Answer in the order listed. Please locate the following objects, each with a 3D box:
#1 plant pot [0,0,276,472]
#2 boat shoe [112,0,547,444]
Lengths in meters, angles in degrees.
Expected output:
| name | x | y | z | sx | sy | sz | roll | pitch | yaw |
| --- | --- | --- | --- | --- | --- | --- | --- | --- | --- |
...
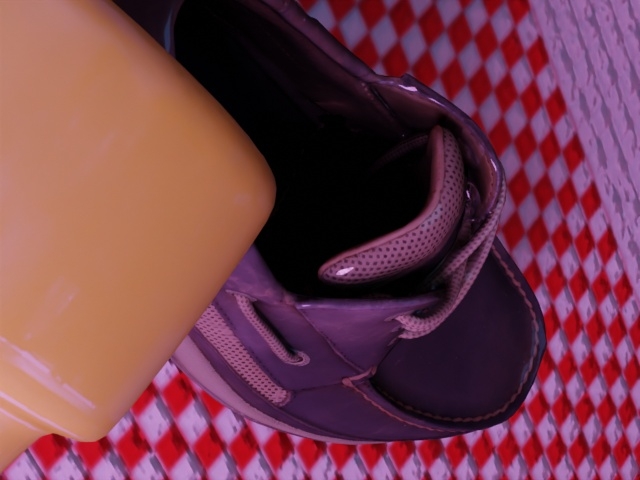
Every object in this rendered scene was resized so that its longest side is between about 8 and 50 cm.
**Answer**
| name | x | y | z | sx | sy | sz | roll | pitch | yaw |
| --- | --- | --- | --- | --- | --- | --- | --- | --- | --- |
| plant pot | -0.179 | 0.011 | 0.466 | 0.239 | 0.254 | 0.254 | -55 | 135 | -6 |
| boat shoe | 0.000 | 0.000 | 0.735 | 0.355 | 0.130 | 0.132 | 33 | 71 | -46 |
